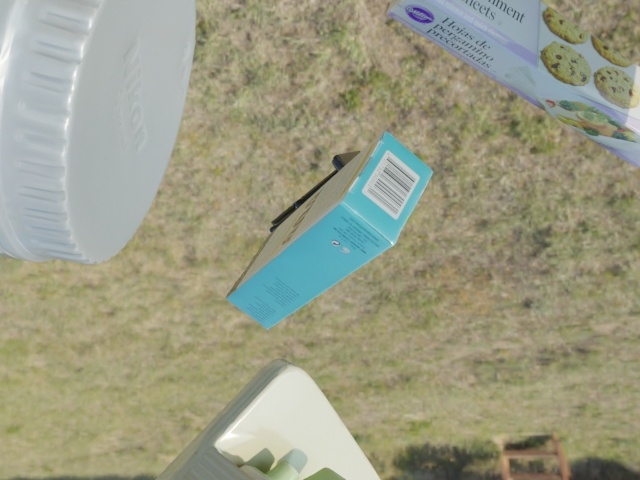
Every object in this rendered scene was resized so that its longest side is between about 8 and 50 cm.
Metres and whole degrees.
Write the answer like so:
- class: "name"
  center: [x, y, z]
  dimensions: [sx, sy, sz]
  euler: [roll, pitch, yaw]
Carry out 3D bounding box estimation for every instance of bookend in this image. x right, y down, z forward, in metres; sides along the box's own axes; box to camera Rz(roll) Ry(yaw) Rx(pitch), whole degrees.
- class: "bookend"
  center: [-0.002, -0.033, 0.907]
  dimensions: [0.157, 0.072, 0.156]
  euler: [-38, 179, 16]

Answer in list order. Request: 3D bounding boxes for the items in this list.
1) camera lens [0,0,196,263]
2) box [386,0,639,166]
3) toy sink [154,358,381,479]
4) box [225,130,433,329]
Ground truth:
- class: "camera lens"
  center: [-0.234, -0.115, 0.428]
  dimensions: [0.274, 0.219, 0.219]
  euler: [15, 154, 2]
- class: "box"
  center: [0.220, -0.173, 0.712]
  dimensions: [0.324, 0.067, 0.063]
  euler: [27, 169, -16]
- class: "toy sink"
  center: [-0.026, 0.202, 0.355]
  dimensions: [0.131, 0.234, 0.153]
  euler: [17, 144, 49]
- class: "box"
  center: [0.000, 0.000, 0.715]
  dimensions: [0.060, 0.100, 0.244]
  euler: [39, 143, -9]
